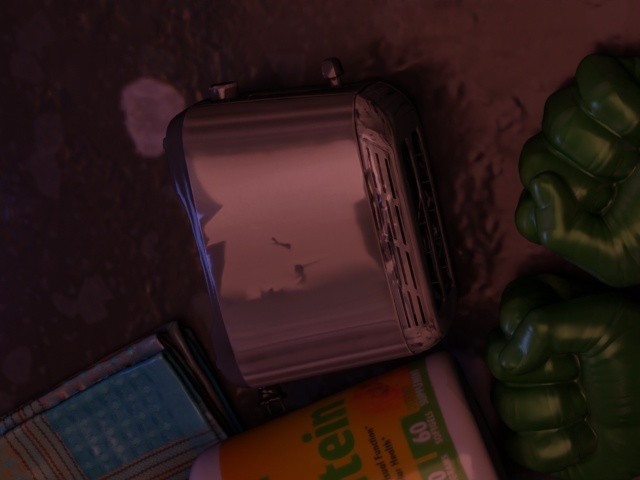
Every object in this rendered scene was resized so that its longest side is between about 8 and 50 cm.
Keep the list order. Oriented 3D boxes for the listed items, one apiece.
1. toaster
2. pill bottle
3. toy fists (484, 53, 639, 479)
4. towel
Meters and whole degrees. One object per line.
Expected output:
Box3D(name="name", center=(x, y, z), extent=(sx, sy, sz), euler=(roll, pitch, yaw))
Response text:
Box3D(name="toaster", center=(0.000, 0.000, 0.969), extent=(0.146, 0.129, 0.227), euler=(-10, 99, 16))
Box3D(name="pill bottle", center=(-0.002, 0.179, 0.981), extent=(0.245, 0.136, 0.136), euler=(-23, 96, 6))
Box3D(name="toy fists", center=(0.180, 0.024, 0.938), extent=(0.142, 0.096, 0.279), euler=(13, 108, 14))
Box3D(name="towel", center=(-0.186, 0.257, 1.135), extent=(0.370, 0.040, 0.271), euler=(-29, 93, 21))
